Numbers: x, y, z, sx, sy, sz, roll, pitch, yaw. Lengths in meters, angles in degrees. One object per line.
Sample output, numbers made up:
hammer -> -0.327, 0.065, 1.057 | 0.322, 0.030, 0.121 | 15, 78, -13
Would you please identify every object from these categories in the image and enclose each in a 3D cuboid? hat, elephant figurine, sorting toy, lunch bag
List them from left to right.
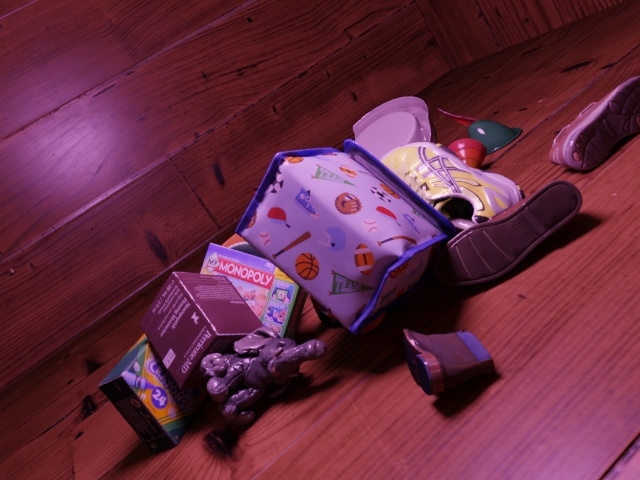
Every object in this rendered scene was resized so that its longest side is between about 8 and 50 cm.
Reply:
elephant figurine -> -0.107, 0.257, 1.221 | 0.239, 0.169, 0.186 | -31, 47, -8
lunch bag -> 0.085, -0.034, 1.229 | 0.239, 0.328, 0.385 | -56, -19, 25
sorting toy -> 0.341, -0.172, 1.829 | 0.366, 0.127, 0.126 | -25, 45, 36
hat -> 0.511, -0.383, 1.930 | 0.209, 0.183, 0.173 | -27, 16, 22

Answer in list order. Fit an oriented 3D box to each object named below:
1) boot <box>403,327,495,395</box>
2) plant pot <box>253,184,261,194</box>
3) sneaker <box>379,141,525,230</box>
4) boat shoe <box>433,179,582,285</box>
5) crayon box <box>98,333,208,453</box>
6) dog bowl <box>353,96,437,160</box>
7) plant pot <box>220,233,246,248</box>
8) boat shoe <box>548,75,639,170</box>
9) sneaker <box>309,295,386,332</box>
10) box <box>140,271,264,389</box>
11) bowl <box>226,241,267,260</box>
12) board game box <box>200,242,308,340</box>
boot -> 0.200, 0.188, 0.975 | 0.106, 0.082, 0.219 | -11, 10, -3
plant pot -> -0.060, -0.108, 2.128 | 0.236, 0.267, 0.267 | -23, 11, -16
sneaker -> 0.268, -0.122, 1.362 | 0.147, 0.145, 0.385 | -27, 38, -35
boat shoe -> 0.366, -0.002, 1.173 | 0.307, 0.110, 0.104 | -30, -10, 8
crayon box -> -0.357, 0.310, 1.425 | 0.083, 0.203, 0.323 | -26, 16, 23
dog bowl -> 0.207, -0.288, 1.872 | 0.349, 0.102, 0.348 | -29, 36, 24
plant pot -> -0.155, 0.050, 1.865 | 0.291, 0.203, 0.291 | -31, 14, 8
boat shoe -> 0.664, -0.280, 1.409 | 0.324, 0.123, 0.116 | -34, 12, -14
sneaker -> 0.080, 0.129, 1.340 | 0.121, 0.099, 0.262 | -31, 15, -24
box -> -0.261, 0.198, 1.345 | 0.167, 0.203, 0.168 | 11, -60, -53
bowl -> -0.162, 0.160, 1.550 | 0.290, 0.289, 0.156 | -25, -27, 26
board game box -> -0.179, 0.142, 1.442 | 0.317, 0.046, 0.213 | 14, 86, 37
